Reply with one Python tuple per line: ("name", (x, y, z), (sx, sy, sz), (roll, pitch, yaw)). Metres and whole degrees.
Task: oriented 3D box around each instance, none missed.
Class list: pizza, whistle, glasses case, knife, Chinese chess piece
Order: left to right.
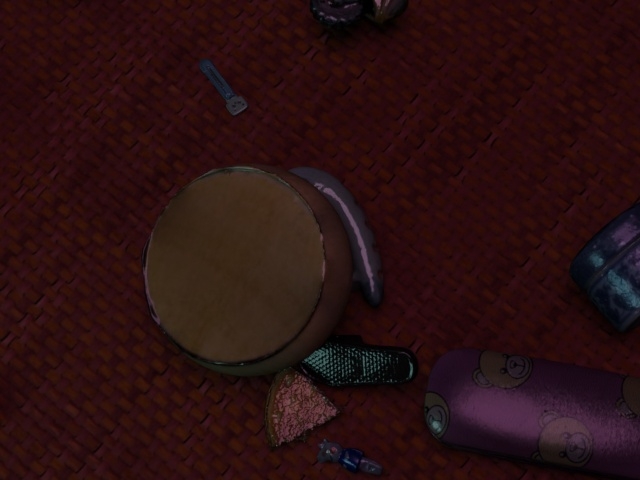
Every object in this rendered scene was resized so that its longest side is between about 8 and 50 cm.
("knife", (-0.132, -0.207, 1.771), (0.027, 0.010, 0.096), (-35, 73, -10))
("Chinese chess piece", (-0.087, 0.035, 1.595), (0.257, 0.104, 0.257), (-3, 83, 21))
("pizza", (-0.034, 0.212, 1.613), (0.100, 0.029, 0.099), (35, 84, 16))
("whistle", (0.035, 0.263, 1.590), (0.083, 0.029, 0.033), (18, 109, 14))
("glasses case", (0.281, 0.208, 1.571), (0.316, 0.076, 0.123), (9, 71, 6))

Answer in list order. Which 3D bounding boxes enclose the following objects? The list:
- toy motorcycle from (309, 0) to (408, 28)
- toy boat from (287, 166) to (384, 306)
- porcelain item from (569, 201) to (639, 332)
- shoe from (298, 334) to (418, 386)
("toy motorcycle", (0.058, -0.369, 1.784), (0.129, 0.094, 0.229), (7, 58, 0))
("toy boat", (0.000, 0.000, 1.659), (0.134, 0.079, 0.208), (-19, 72, -1))
("porcelain item", (0.383, 0.026, 1.594), (0.147, 0.147, 0.114), (-35, 73, -9))
("shoe", (0.048, 0.144, 1.617), (0.159, 0.053, 0.062), (3, 107, 23))
